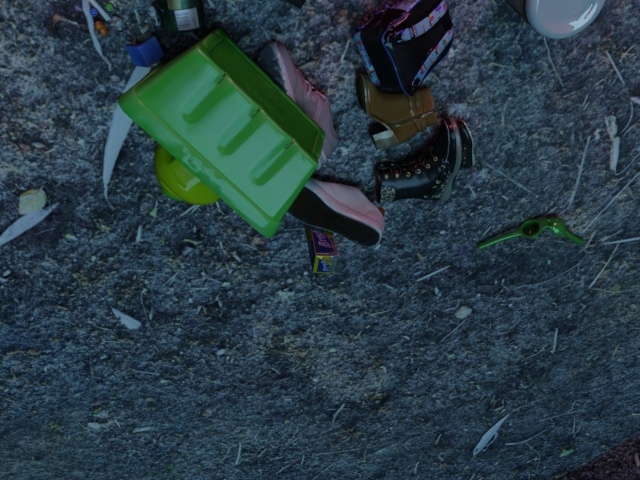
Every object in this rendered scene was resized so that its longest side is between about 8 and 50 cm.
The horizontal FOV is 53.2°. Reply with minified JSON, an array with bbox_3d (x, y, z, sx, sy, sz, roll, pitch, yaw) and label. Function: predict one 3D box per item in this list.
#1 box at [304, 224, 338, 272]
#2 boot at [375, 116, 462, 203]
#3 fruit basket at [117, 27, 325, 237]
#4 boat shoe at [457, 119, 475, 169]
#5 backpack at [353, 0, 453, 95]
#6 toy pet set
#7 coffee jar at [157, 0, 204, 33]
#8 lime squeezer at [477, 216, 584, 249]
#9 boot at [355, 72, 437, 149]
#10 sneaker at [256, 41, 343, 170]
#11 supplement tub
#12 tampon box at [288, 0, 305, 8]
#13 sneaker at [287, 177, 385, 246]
[{"bbox_3d":[0.000,0.000,1.511,0.054,0.169,0.059,1,130,-11],"label":"box"},{"bbox_3d":[0.221,-0.171,1.457,0.178,0.085,0.236,-6,140,-5],"label":"boot"},{"bbox_3d":[-0.219,-0.170,1.243,0.391,0.283,0.392,3,120,5],"label":"fruit basket"},{"bbox_3d":[0.326,-0.217,1.470,0.042,0.049,0.133,-23,136,-2],"label":"boat shoe"},{"bbox_3d":[0.172,-0.394,1.244,0.173,0.117,0.158,-46,132,-14],"label":"backpack"},{"bbox_3d":[-0.349,-0.382,1.183,0.122,0.065,0.114,-17,131,4],"label":"toy pet set"},{"bbox_3d":[-0.253,-0.465,1.111,0.079,0.096,0.184,-8,131,-8],"label":"coffee jar"},{"bbox_3d":[0.575,-0.023,1.697,0.310,0.059,0.110,-3,161,-10],"label":"lime squeezer"},{"bbox_3d":[0.164,-0.297,1.362,0.152,0.073,0.197,-22,135,3],"label":"boot"},{"bbox_3d":[-0.041,-0.288,1.327,0.115,0.105,0.281,-42,129,-22],"label":"sneaker"},{"bbox_3d":[0.414,-0.473,1.168,0.144,0.200,0.144,-5,131,-6],"label":"supplement tub"},{"bbox_3d":[-0.076,-0.502,1.097,0.161,0.120,0.101,25,122,-29],"label":"tampon box"},{"bbox_3d":[0.019,-0.094,1.497,0.290,0.123,0.106,29,134,-6],"label":"sneaker"}]
